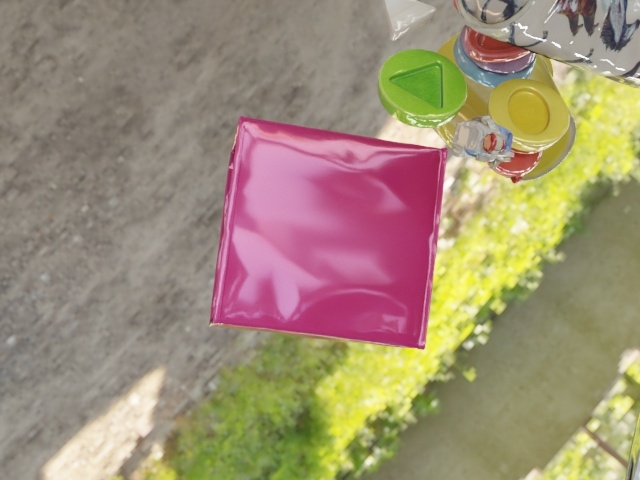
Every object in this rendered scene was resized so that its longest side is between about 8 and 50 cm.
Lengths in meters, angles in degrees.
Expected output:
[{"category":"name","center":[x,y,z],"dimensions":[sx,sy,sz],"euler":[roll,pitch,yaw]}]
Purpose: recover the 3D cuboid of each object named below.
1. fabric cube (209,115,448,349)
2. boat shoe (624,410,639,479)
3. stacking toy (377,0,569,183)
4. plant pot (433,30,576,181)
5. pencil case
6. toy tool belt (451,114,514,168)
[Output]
[{"category":"fabric cube","center":[0.000,0.000,1.511],"dimensions":[0.259,0.258,0.254],"euler":[146,-50,-82]},{"category":"boat shoe","center":[0.521,0.327,1.661],"dimensions":[0.136,0.156,0.367],"euler":[-54,152,-70]},{"category":"stacking toy","center":[0.213,-0.237,1.780],"dimensions":[0.130,0.279,0.309],"euler":[104,-11,-56]},{"category":"plant pot","center":[0.344,-0.240,2.176],"dimensions":[0.254,0.239,0.254],"euler":[-15,134,-16]},{"category":"pencil case","center":[0.378,-0.343,1.695],"dimensions":[0.410,0.160,0.184],"euler":[8,110,-39]},{"category":"toy tool belt","center":[0.173,-0.099,1.185],"dimensions":[0.051,0.083,0.052],"euler":[9,96,-25]}]
